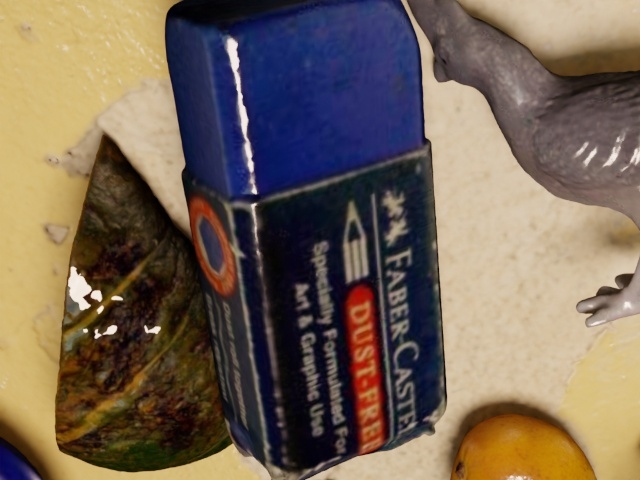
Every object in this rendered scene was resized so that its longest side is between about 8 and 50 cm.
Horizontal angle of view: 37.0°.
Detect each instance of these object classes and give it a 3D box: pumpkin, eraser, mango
[{"bbox_3d":[-0.105,0.080,0.699,0.163,0.111,0.278,9,115,-5],"label":"pumpkin"},{"bbox_3d":[0.000,0.000,0.631,0.155,0.102,0.332,-19,118,-25],"label":"eraser"},{"bbox_3d":[0.163,0.210,0.752,0.115,0.089,0.164,-20,114,1],"label":"mango"}]

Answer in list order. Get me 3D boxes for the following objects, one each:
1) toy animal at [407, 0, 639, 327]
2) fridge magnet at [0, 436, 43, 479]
[{"bbox_3d":[0.214,-0.043,0.590,0.367,0.081,0.205,13,116,21],"label":"toy animal"},{"bbox_3d":[-0.330,0.246,0.789,0.266,0.112,0.265,2,116,4],"label":"fridge magnet"}]
